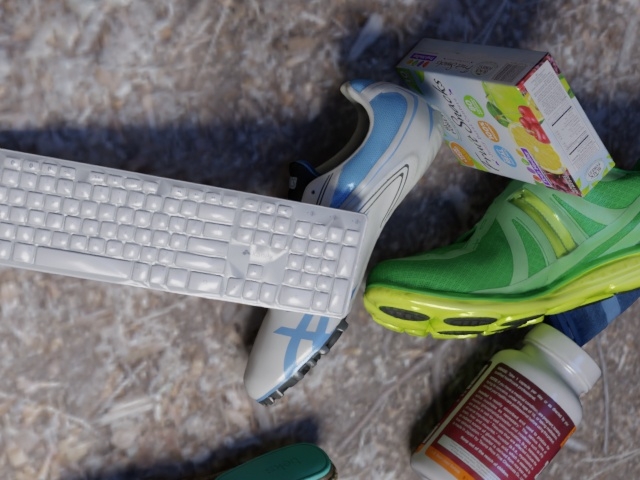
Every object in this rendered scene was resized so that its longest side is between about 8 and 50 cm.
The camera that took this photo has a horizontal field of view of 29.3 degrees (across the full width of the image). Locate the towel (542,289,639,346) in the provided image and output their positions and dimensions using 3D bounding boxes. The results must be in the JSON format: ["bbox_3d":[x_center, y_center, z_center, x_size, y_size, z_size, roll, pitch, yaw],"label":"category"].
[{"bbox_3d":[0.231,0.038,1.003,0.119,0.029,0.067,-38,119,-16],"label":"towel"}]

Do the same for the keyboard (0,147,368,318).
[{"bbox_3d":[-0.099,-0.004,0.768,0.256,0.014,0.072,10,96,-12],"label":"keyboard"}]

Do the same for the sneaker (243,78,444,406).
[{"bbox_3d":[0.000,0.000,0.840,0.086,0.085,0.237,26,93,-6],"label":"sneaker"}]

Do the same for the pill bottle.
[{"bbox_3d":[0.147,0.141,0.948,0.152,0.086,0.086,-49,121,-10],"label":"pill bottle"}]

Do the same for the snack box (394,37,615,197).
[{"bbox_3d":[0.124,-0.087,0.843,0.037,0.141,0.100,-44,120,-13],"label":"snack box"}]

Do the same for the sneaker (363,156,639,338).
[{"bbox_3d":[0.159,-0.002,0.925,0.295,0.109,0.124,-15,80,-21],"label":"sneaker"}]

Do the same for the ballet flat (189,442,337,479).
[{"bbox_3d":[-0.081,0.199,0.847,0.206,0.073,0.067,-9,121,-24],"label":"ballet flat"}]
